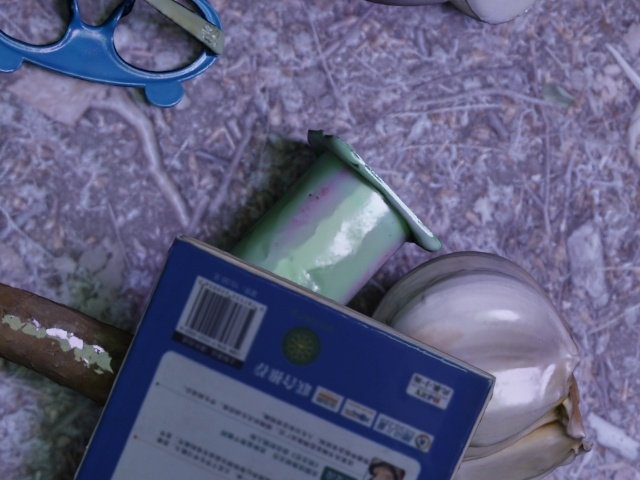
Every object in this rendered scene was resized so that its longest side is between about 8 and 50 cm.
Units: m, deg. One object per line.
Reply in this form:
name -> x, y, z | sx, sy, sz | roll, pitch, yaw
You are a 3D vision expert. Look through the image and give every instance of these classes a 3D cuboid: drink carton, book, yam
drink carton -> 0.000, 0.000, 1.646 | 0.146, 0.144, 0.142 | 44, 85, -13
book -> -0.069, 0.247, 1.548 | 0.300, 0.039, 0.428 | 25, 98, 4
yam -> -0.220, 0.098, 1.588 | 0.357, 0.081, 0.081 | 22, 82, -18

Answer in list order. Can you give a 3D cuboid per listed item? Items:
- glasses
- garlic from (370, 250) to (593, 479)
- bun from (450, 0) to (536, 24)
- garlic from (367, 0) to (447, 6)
glasses -> -0.176, -0.229, 1.577 | 0.239, 0.207, 0.102 | 14, 48, -21
garlic -> 0.128, 0.114, 1.651 | 0.203, 0.281, 0.184 | -16, 66, 3
bun -> 0.156, -0.280, 1.726 | 0.138, 0.094, 0.138 | -23, 128, -32
garlic -> 0.054, -0.344, 1.598 | 0.340, 0.246, 0.231 | 26, 78, 22
